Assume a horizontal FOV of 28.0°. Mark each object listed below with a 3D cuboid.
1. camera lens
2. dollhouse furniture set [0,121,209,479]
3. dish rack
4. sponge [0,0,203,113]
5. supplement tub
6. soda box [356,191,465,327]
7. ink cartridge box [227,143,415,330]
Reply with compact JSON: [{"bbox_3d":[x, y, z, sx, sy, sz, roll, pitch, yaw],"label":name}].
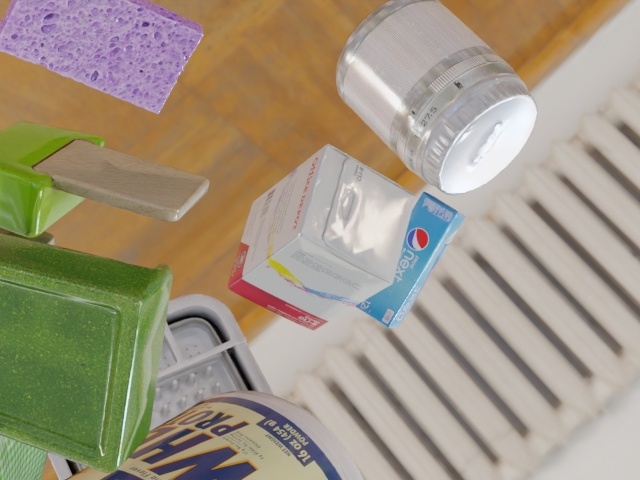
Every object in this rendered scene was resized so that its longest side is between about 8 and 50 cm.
[{"bbox_3d":[0.174,-0.231,1.992,0.219,0.274,0.219,-30,149,-20],"label":"camera lens"},{"bbox_3d":[-0.155,0.110,0.732,0.197,0.151,0.301,-56,159,-66],"label":"dollhouse furniture set"},{"bbox_3d":[-0.189,0.252,1.587,0.285,0.333,0.072,-21,156,-21],"label":"dish rack"},{"bbox_3d":[-0.247,-0.230,1.443,0.210,0.031,0.117,20,118,-30],"label":"sponge"},{"bbox_3d":[-0.129,0.283,1.042,0.325,0.235,0.235,-26,151,-49],"label":"supplement tub"},{"bbox_3d":[0.141,0.032,2.003,0.210,0.067,0.071,-59,163,5],"label":"soda box"},{"bbox_3d":[0.000,0.000,1.461,0.127,0.128,0.176,28,147,-19],"label":"ink cartridge box"}]
